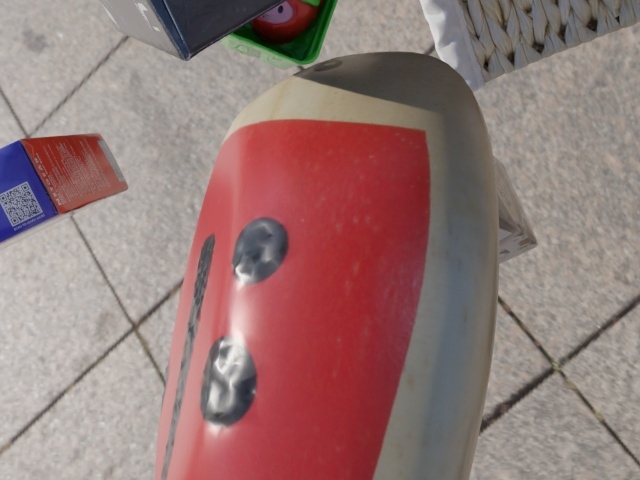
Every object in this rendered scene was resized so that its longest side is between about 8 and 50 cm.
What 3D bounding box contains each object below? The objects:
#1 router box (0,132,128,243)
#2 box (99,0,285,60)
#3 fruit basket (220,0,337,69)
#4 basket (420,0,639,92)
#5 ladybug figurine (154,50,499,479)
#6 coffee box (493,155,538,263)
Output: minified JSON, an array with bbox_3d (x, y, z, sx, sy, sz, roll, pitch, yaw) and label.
[{"bbox_3d":[-0.407,-0.009,0.957,0.336,0.301,0.082,-25,97,4],"label":"router box"},{"bbox_3d":[-0.084,-0.229,0.578,0.165,0.143,0.270,-33,25,-8],"label":"box"},{"bbox_3d":[-0.132,-0.506,1.572,0.392,0.392,0.282,11,75,30],"label":"fruit basket"},{"bbox_3d":[0.197,-0.380,0.866,0.267,0.328,0.331,-17,30,14],"label":"basket"},{"bbox_3d":[-0.010,0.071,0.603,0.305,0.162,0.449,149,132,-65],"label":"ladybug figurine"},{"bbox_3d":[0.236,-0.065,1.416,0.119,0.297,0.168,-27,70,21],"label":"coffee box"}]
